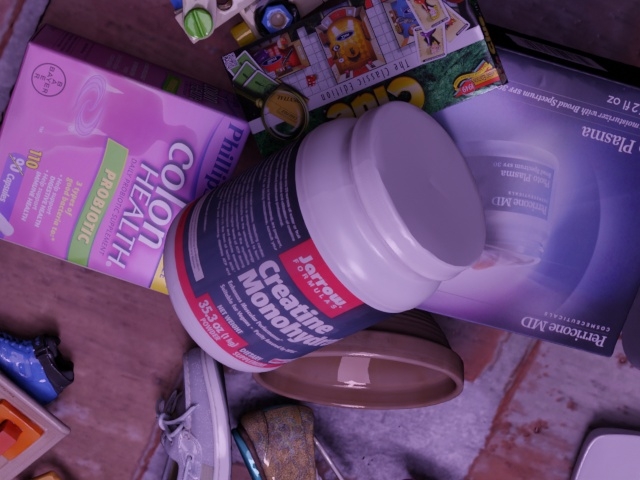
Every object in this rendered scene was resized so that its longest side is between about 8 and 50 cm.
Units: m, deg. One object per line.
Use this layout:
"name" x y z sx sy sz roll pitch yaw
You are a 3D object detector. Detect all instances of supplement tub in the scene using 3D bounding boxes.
"supplement tub" 0.000 0.000 1.156 0.272 0.191 0.191 -27 112 34

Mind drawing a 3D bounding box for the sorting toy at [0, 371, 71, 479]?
"sorting toy" -0.413 0.218 1.396 0.348 0.047 0.196 43 121 -17

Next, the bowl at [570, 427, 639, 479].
"bowl" 0.381 0.298 1.516 0.142 0.053 0.142 10 109 -8

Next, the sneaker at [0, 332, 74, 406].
"sneaker" -0.348 0.122 1.394 0.085 0.058 0.152 -37 105 6

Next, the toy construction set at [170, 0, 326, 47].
"toy construction set" -0.061 -0.319 1.221 0.328 0.151 0.215 -30 109 18

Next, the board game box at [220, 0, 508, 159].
"board game box" 0.039 -0.168 1.185 0.260 0.030 0.136 -21 98 23

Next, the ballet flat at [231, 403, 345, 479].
"ballet flat" -0.009 0.353 1.479 0.123 0.123 0.348 -15 110 1

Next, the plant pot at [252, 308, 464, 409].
"plant pot" 0.044 0.112 1.367 0.238 0.237 0.109 6 69 -7

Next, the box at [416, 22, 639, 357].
"box" 0.213 -0.064 1.307 0.296 0.182 0.294 14 109 -8

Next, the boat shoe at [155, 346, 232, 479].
"boat shoe" -0.162 0.271 1.433 0.103 0.118 0.320 2 116 -10

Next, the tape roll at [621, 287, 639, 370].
"tape roll" 0.440 0.069 1.350 0.072 0.219 0.219 32 104 -15

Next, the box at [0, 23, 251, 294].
"box" -0.222 -0.084 1.299 0.243 0.117 0.213 20 107 -11

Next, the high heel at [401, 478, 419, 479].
"high heel" 0.210 0.339 1.497 0.244 0.082 0.117 39 109 -20
